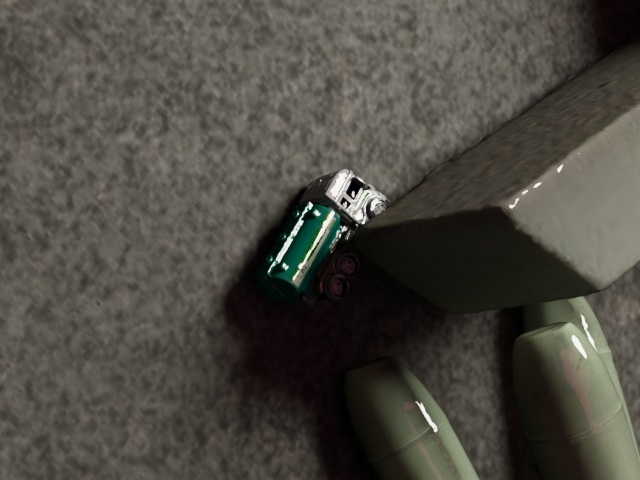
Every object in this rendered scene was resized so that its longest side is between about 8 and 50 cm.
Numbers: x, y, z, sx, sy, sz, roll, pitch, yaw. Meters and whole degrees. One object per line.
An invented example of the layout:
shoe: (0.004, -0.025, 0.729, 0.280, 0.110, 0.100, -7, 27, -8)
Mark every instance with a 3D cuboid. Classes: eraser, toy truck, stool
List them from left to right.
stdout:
toy truck: (0.000, 0.000, 1.034, 0.044, 0.039, 0.083, 42, 59, -23)
stool: (0.147, 0.125, 1.031, 0.195, 0.195, 0.198, -23, 95, -36)
eraser: (0.167, -0.048, 1.098, 0.352, 0.111, 0.077, -34, 108, -43)
